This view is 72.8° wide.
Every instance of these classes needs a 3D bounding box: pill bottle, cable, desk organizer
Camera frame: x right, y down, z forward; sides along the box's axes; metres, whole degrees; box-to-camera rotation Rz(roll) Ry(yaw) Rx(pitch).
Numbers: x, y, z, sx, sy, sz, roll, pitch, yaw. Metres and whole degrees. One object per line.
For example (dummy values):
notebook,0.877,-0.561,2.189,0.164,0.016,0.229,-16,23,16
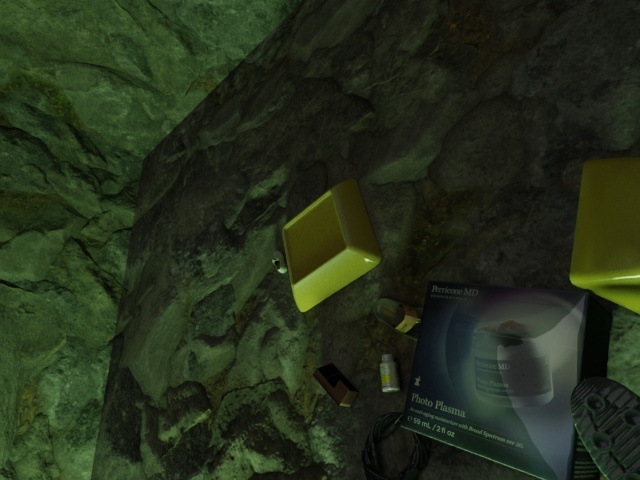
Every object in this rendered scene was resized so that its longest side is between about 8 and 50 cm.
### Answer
pill bottle,0.165,0.317,1.038,0.043,0.043,0.083,-25,54,36
cable,0.166,0.467,0.971,0.150,0.047,0.185,23,90,54
desk organizer,0.039,0.375,1.138,0.130,0.047,0.050,36,96,48

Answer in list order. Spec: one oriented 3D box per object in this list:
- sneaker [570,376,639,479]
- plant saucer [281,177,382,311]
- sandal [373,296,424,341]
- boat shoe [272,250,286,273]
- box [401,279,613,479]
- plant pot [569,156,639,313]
sneaker,0.472,0.326,0.591,0.112,0.131,0.319,-43,67,17
plant saucer,0.000,0.000,1.339,0.332,0.081,0.333,-36,48,28
sandal,0.205,0.183,1.051,0.219,0.060,0.090,19,85,49
boat shoe,-0.146,0.070,1.487,0.035,0.035,0.100,-43,46,23
box,0.337,0.241,0.798,0.296,0.182,0.294,0,69,45
plant pot,0.539,-0.010,0.651,0.187,0.212,0.212,-11,62,63
